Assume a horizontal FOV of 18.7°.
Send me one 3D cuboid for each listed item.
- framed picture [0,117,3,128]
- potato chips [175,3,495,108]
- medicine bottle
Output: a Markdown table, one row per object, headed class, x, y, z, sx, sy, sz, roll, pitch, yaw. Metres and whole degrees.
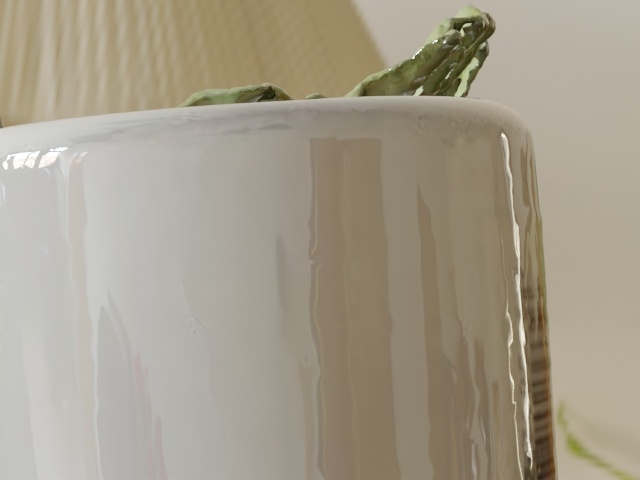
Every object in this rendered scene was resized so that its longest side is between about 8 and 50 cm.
| class | x | y | z | sx | sy | sz | roll | pitch | yaw |
| --- | --- | --- | --- | --- | --- | --- | --- | --- | --- |
| framed picture | -0.259 | -0.078 | 1.121 | 0.011 | 0.142 | 0.183 | -27 | -17 | 39 |
| potato chips | -0.001 | 0.005 | 1.457 | 0.373 | 0.389 | 0.097 | -26 | 49 | -34 |
| medicine bottle | -0.019 | 0.127 | 0.675 | 0.208 | 0.340 | 0.208 | -3 | 0 | 0 |
